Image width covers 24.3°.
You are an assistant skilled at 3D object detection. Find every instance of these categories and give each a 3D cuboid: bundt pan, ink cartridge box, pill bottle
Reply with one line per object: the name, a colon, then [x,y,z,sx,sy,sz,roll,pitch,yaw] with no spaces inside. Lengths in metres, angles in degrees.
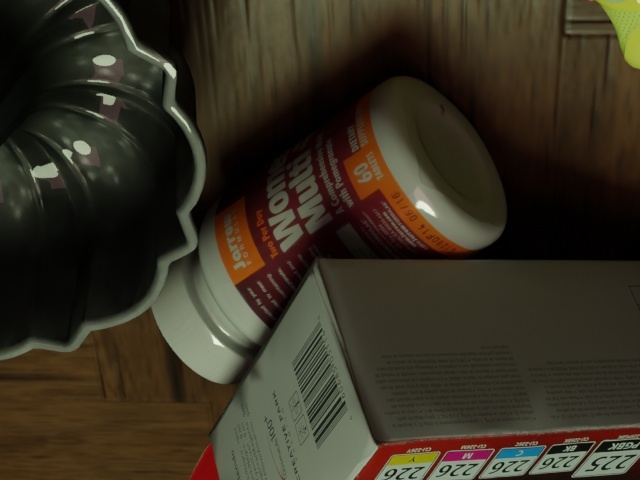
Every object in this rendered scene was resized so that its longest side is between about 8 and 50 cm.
bundt pan: [-0.224,-0.085,0.899,0.331,0.124,0.331,3,131,3]
ink cartridge box: [0.100,0.138,0.969,0.309,0.130,0.272,0,144,-26]
pill bottle: [0.000,0.000,0.952,0.221,0.121,0.121,-34,120,28]

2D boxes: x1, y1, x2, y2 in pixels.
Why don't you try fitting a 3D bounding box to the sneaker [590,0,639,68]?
sneaker: [0.144,-0.182,0.822,0.094,0.081,0.208,-12,122,24]
